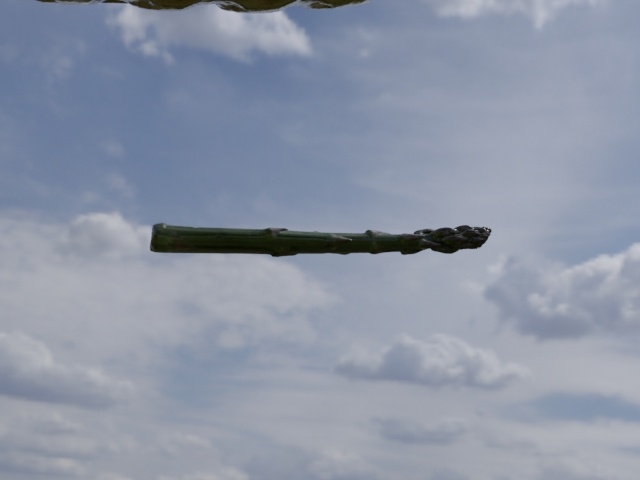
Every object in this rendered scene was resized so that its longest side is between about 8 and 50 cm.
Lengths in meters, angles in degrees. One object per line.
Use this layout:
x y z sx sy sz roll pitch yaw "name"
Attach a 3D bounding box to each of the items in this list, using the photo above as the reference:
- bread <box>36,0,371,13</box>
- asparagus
-0.079 -0.168 0.596 0.269 0.087 0.098 -4 18 -21 "bread"
0.000 0.000 0.807 0.249 0.024 0.025 0 5 -2 "asparagus"
